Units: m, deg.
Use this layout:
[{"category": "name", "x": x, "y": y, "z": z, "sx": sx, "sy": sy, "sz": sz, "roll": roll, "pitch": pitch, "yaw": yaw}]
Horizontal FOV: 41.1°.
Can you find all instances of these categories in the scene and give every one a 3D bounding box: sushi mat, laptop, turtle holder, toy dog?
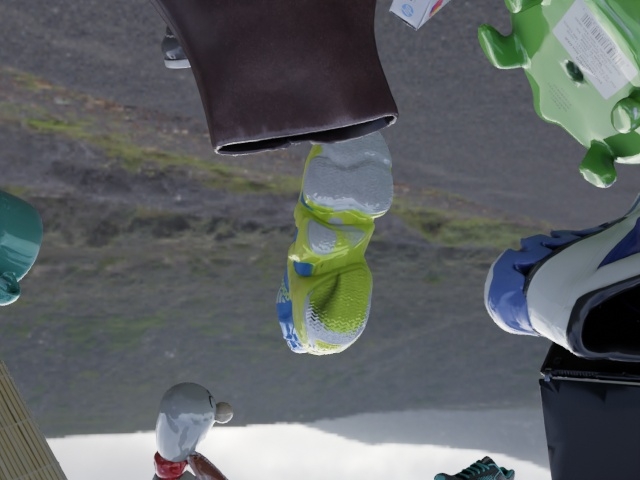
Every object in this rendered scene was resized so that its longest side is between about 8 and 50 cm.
[{"category": "sushi mat", "x": -0.368, "y": 0.284, "z": 0.977, "sx": 0.151, "sy": 0.316, "sz": 0.019, "roll": -16, "pitch": 152, "yaw": -45}, {"category": "laptop", "x": 0.367, "y": 0.157, "z": 0.890, "sx": 0.234, "sy": 0.264, "sz": 0.136, "roll": -4, "pitch": 132, "yaw": 45}, {"category": "turtle holder", "x": 0.325, "y": -0.196, "z": 0.873, "sx": 0.227, "sy": 0.243, "sz": 0.320, "roll": -35, "pitch": 145, "yaw": -4}, {"category": "toy dog", "x": -0.152, "y": 0.338, "z": 1.145, "sx": 0.161, "sy": 0.220, "sz": 0.333, "roll": 0, "pitch": 145, "yaw": -22}]

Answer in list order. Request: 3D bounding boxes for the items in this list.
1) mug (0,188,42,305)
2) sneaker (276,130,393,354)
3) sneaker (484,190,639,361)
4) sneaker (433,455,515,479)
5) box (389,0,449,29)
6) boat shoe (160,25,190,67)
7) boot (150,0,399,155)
[{"category": "mug", "x": -0.441, "y": -0.004, "z": 1.122, "sx": 0.158, "sy": 0.129, "sz": 0.097, "roll": 27, "pitch": 176, "yaw": 34}, {"category": "sneaker", "x": 0.000, "y": 0.000, "z": 0.826, "sx": 0.091, "sy": 0.240, "sz": 0.126, "roll": 21, "pitch": 151, "yaw": -16}, {"category": "sneaker", "x": 0.330, "y": 0.029, "z": 0.789, "sx": 0.315, "sy": 0.127, "sz": 0.182, "roll": -27, "pitch": -155, "yaw": -8}, {"category": "sneaker", "x": 0.226, "y": 0.348, "z": 1.242, "sx": 0.166, "sy": 0.076, "sz": 0.065, "roll": 26, "pitch": 165, "yaw": -39}, {"category": "box", "x": 0.141, "y": -0.300, "z": 0.775, "sx": 0.038, "sy": 0.145, "sz": 0.186, "roll": 37, "pitch": 148, "yaw": 11}, {"category": "boat shoe", "x": -0.051, "y": -0.277, "z": 0.865, "sx": 0.112, "sy": 0.095, "sz": 0.335, "roll": 6, "pitch": -144, "yaw": 40}, {"category": "boot", "x": -0.080, "y": -0.156, "z": 0.534, "sx": 0.248, "sy": 0.207, "sz": 0.090, "roll": -6, "pitch": 168, "yaw": -11}]
